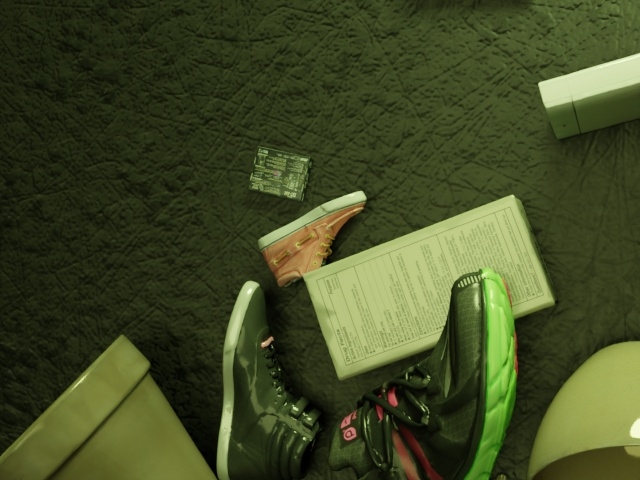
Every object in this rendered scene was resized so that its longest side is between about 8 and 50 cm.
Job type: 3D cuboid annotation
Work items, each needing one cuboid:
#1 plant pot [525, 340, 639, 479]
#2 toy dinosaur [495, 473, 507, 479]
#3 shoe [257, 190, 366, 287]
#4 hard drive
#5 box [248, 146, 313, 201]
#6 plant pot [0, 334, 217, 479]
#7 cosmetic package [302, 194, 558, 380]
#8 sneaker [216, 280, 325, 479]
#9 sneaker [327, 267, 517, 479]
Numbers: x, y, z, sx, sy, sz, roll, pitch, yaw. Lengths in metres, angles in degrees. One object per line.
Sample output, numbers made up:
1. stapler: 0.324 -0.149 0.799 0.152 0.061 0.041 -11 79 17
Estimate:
1. plant pot: 0.403 0.241 1.411 0.284 0.284 0.191 -2 51 15
2. toy dinosaur: 0.297 0.412 1.510 0.112 0.064 0.211 -28 58 15
3. shoe: 0.000 0.000 1.613 0.178 0.063 0.081 -27 82 17
4. hard drive: 0.459 -0.208 1.409 0.353 0.233 0.047 -15 82 14
5. box: -0.059 -0.097 1.652 0.083 0.018 0.067 12 91 15
6. plant pot: -0.290 0.339 1.567 0.280 0.323 0.323 44 99 -3
7. cosmetic package: 0.152 0.067 1.541 0.309 0.113 0.160 -20 83 14
8. sneaker: -0.061 0.208 1.600 0.147 0.104 0.295 5 95 13
9. sneaker: 0.119 0.253 1.444 0.202 0.185 0.482 20 109 3
